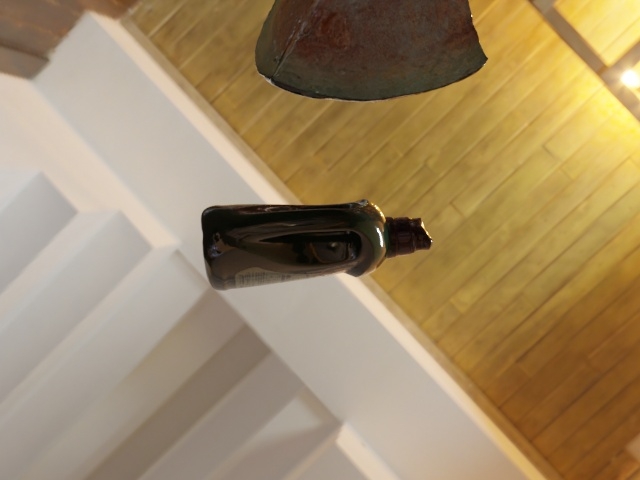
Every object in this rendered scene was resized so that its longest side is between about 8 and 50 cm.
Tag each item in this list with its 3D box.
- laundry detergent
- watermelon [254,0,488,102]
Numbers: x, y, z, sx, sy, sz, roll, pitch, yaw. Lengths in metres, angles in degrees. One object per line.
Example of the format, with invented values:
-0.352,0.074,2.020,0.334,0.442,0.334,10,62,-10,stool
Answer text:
0.000,0.000,0.810,0.221,0.078,0.144,-4,164,-4,laundry detergent
0.040,-0.206,0.725,0.202,0.136,0.207,-48,-140,15,watermelon
